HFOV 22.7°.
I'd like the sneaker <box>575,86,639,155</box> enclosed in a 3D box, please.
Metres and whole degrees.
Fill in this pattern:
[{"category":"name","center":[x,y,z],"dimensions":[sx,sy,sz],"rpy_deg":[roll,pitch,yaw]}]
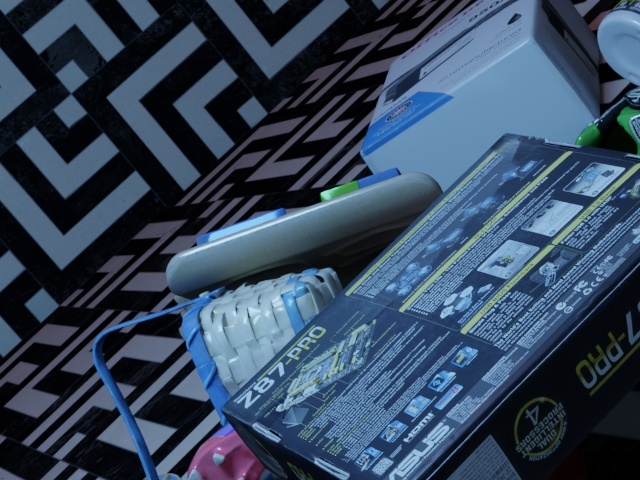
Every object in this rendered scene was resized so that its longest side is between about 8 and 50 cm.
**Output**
[{"category":"sneaker","center":[0.392,-0.119,1.587],"dimensions":[0.146,0.134,0.343],"rpy_deg":[-18,-8,-33]}]

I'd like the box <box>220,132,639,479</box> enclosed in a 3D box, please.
[{"category":"box","center":[0.137,0.076,1.366],"dimensions":[0.395,0.097,0.318],"rpy_deg":[-44,28,-16]}]

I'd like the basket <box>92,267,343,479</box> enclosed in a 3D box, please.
[{"category":"basket","center":[-0.083,0.173,1.748],"dimensions":[0.289,0.255,0.201],"rpy_deg":[-22,3,11]}]

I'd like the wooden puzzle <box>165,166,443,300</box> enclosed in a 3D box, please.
[{"category":"wooden puzzle","center":[0.000,0.000,1.899],"dimensions":[0.322,0.080,0.348],"rpy_deg":[-20,-14,6]}]

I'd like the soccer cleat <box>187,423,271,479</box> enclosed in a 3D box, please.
[{"category":"soccer cleat","center":[-0.031,0.176,1.576],"dimensions":[0.248,0.083,0.095],"rpy_deg":[-38,9,20]}]

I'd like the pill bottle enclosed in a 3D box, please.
[{"category":"pill bottle","center":[0.463,-0.303,2.059],"dimensions":[0.208,0.119,0.119],"rpy_deg":[-46,16,-23]}]

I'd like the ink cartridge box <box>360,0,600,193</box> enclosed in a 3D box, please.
[{"category":"ink cartridge box","center":[0.233,-0.207,2.243],"dimensions":[0.285,0.166,0.395],"rpy_deg":[-33,15,21]}]

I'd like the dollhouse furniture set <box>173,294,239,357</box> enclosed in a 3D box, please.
[{"category":"dollhouse furniture set","center":[-0.113,0.073,2.262],"dimensions":[0.212,0.161,0.242],"rpy_deg":[-38,14,7]}]

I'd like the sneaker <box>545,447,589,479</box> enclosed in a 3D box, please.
[{"category":"sneaker","center":[0.138,0.240,1.298],"dimensions":[0.128,0.087,0.221],"rpy_deg":[-28,17,33]}]

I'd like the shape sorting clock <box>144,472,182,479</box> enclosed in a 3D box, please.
[{"category":"shape sorting clock","center":[-0.247,0.365,1.959],"dimensions":[0.206,0.040,0.206],"rpy_deg":[-37,14,11]}]
